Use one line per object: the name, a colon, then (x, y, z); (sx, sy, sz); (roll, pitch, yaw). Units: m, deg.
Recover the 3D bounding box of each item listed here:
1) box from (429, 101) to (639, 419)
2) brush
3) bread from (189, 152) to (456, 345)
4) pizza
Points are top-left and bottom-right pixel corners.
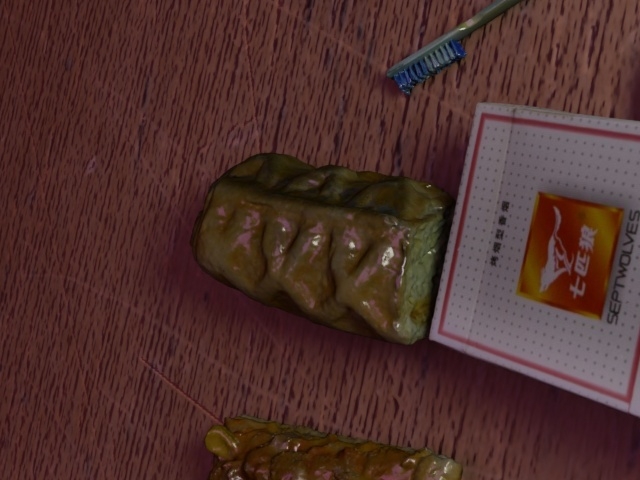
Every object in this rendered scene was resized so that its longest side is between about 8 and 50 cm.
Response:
box: (0.240, 0.018, 0.841); (0.330, 0.095, 0.210); (16, 97, 49)
brush: (0.138, -0.190, 1.040); (0.178, 0.033, 0.030); (-31, 73, 25)
bread: (0.000, 0.000, 1.039); (0.267, 0.130, 0.152); (14, 50, 34)
pizza: (-0.007, 0.302, 1.024); (0.268, 0.087, 0.258); (3, 86, 31)
